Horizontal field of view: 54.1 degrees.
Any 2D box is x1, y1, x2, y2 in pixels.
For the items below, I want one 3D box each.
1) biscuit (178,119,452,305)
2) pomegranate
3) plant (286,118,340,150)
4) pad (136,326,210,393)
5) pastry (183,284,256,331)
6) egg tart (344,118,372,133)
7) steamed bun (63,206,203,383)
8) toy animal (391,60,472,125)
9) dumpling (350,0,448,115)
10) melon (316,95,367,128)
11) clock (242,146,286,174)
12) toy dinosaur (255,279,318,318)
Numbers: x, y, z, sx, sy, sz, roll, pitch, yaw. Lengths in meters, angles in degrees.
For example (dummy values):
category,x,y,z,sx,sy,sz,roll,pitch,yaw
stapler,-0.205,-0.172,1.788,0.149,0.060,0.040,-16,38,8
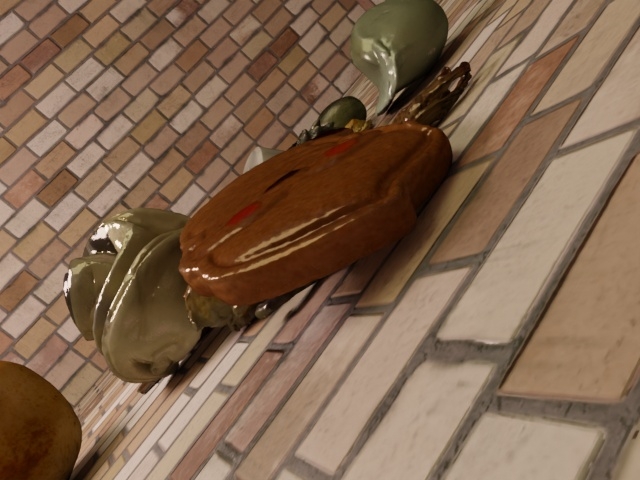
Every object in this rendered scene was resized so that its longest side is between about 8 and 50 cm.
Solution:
category,x,y,z,sx,sy,sz,roll,pitch,yaw
biscuit,-0.029,-0.051,0.803,0.350,0.078,0.455,-38,22,-16
pomegranate,-0.691,0.438,1.280,0.416,0.417,0.416,-46,10,11
plant,-0.015,-0.184,1.443,0.132,0.129,0.194,-56,9,-29
pad,-0.295,0.206,1.470,0.286,0.018,0.284,-42,11,22
pastry,-0.112,0.039,1.046,0.257,0.121,0.236,-43,7,37
egg tart,0.077,-0.263,1.575,0.129,0.049,0.129,-48,11,12
steamed bun,-0.374,0.103,1.217,0.394,0.237,0.346,-150,68,-65
toy animal,0.137,-0.181,1.013,0.275,0.054,0.149,-46,8,14
dumpling,0.170,-0.456,1.463,0.320,0.212,0.270,-41,3,-26
melon,0.049,-0.310,1.670,0.167,0.114,0.114,-44,11,18
clock,-0.126,-0.086,1.366,0.230,0.083,0.230,-174,90,-70
toy dinosaur,-0.004,-0.006,0.864,0.162,0.077,0.294,-31,20,49
